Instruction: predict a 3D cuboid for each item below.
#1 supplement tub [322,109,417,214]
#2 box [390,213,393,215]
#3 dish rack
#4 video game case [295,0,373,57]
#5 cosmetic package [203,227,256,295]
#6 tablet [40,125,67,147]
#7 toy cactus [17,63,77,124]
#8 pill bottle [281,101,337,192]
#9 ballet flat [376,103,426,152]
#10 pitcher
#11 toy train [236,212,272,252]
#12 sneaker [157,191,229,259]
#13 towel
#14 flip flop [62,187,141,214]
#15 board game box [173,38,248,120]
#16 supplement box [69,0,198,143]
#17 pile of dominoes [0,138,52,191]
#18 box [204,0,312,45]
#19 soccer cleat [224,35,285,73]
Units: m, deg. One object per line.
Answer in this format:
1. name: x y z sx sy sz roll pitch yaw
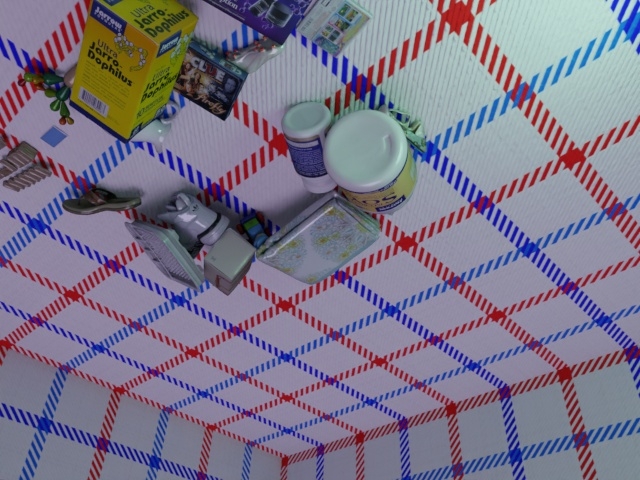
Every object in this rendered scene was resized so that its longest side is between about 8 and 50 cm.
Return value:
1. supplement tub: 0.158 -0.218 1.791 0.241 0.241 0.331 -10 164 14
2. box: 0.224 -0.173 2.065 0.145 0.038 0.186 16 137 -15
3. dish rack: -0.547 0.040 2.160 0.333 0.072 0.285 15 142 51
4. video game case: 0.036 -0.579 1.602 0.143 0.019 0.157 26 134 -26
5. cosmetic package: -0.338 0.086 2.218 0.129 0.153 0.296 38 162 2
6. tablet: -0.865 -0.336 1.953 0.083 0.006 0.054 -27 132 30
7. toy cactus: -0.751 -0.441 1.761 0.219 0.112 0.180 37 120 -24
8. pill bottle: -0.020 -0.280 1.859 0.153 0.153 0.265 -5 139 10
9. ballet flat: 0.260 -0.346 1.839 0.221 0.077 0.079 27 109 -26
10. pitcher: -0.546 -0.374 1.818 0.207 0.125 0.178 20 118 -35
11. toy train: -0.210 0.026 2.225 0.105 0.143 0.248 -30 138 -8
12. sneaker: -0.488 -0.054 2.180 0.210 0.137 0.366 40 146 -16
13. towel: 0.000 0.000 2.157 0.374 0.090 0.320 -38 140 17
14. flip flop: -0.768 -0.145 2.114 0.277 0.112 0.080 -2 114 9
15. board game box: -0.341 -0.465 1.691 0.243 0.042 0.165 30 135 -7
16. supplement box: -0.496 -0.468 1.584 0.195 0.194 0.356 35 135 -3
17. pile of dominoes: -1.052 -0.260 2.051 0.251 0.040 0.196 -16 138 33
18. box: -0.159 -0.634 1.484 0.261 0.103 0.184 23 134 -23
19. soccer cleat: -0.176 -0.508 1.668 0.196 0.068 0.076 -10 144 25
